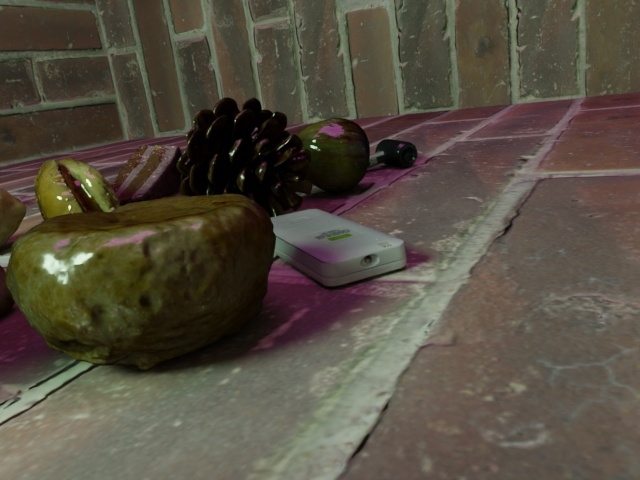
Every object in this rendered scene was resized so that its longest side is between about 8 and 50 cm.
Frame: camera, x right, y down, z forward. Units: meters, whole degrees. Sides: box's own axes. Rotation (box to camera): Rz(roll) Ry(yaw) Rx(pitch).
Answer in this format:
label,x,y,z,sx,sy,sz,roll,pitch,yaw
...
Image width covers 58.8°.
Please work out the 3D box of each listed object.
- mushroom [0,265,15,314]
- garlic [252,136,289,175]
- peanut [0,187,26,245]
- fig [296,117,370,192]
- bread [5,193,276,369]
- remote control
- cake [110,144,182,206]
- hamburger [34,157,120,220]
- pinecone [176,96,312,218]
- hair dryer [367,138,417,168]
label,x,y,z,sx,sy,sz,roll,pitch,yaw
mushroom,-0.442,0.040,0.647,0.212,0.097,0.088,3,13,29
garlic,-0.145,-0.150,1.160,0.227,0.110,0.217,3,23,33
peanut,-0.616,-0.017,0.870,0.313,0.149,0.149,-21,21,-39
fig,-0.034,-0.162,1.039,0.245,0.149,0.149,3,16,-2
bread,-0.147,0.030,0.501,0.229,0.123,0.230,-7,10,1
remote control,0.000,0.000,0.692,0.103,0.034,0.250,-14,17,-23
cake,-0.381,-0.136,1.242,0.115,0.113,0.295,-7,22,8
hamburger,-0.453,-0.082,1.019,0.124,0.131,0.262,-38,28,-23
pinecone,-0.103,-0.107,0.844,0.207,0.208,0.208,-7,16,2
hair dryer,0.103,-0.166,1.220,0.197,0.057,0.100,-21,19,-14
